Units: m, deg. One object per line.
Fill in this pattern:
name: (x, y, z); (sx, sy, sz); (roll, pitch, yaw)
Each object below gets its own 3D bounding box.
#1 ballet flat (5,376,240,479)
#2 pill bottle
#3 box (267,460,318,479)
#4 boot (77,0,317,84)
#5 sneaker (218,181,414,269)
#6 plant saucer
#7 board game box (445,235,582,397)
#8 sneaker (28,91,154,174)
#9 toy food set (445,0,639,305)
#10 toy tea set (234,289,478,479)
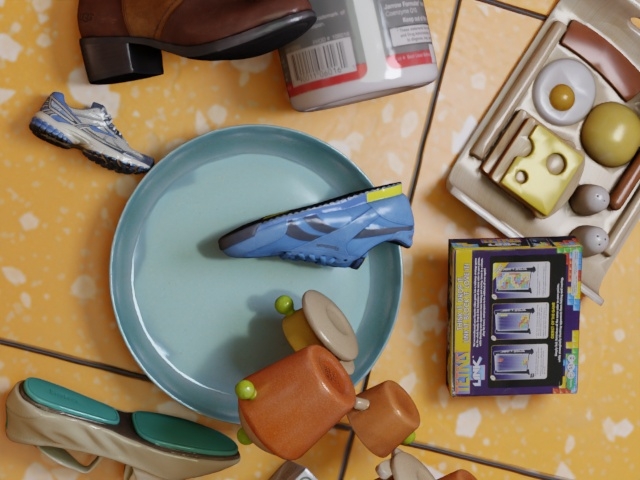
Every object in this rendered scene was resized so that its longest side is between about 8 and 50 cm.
ballet flat: (-0.208, 0.210, 1.789); (0.248, 0.086, 0.086); (19, 83, -12)
pill bottle: (0.018, -0.287, 1.815); (0.161, 0.161, 0.283); (-13, 91, -15)
box: (0.017, 0.392, 1.832); (0.169, 0.087, 0.290); (-44, 99, -12)
boot: (-0.143, -0.316, 1.765); (0.096, 0.264, 0.280); (-7, 89, -60)
sneaker: (0.000, 0.000, 1.806); (0.209, 0.069, 0.082); (-14, 96, -15)
plant saucer: (-0.069, 0.036, 1.843); (0.318, 0.044, 0.317); (0, 88, -16)
board game box: (0.208, 0.082, 1.878); (0.141, 0.048, 0.170); (0, 106, -2)
sneaker: (-0.229, -0.113, 1.801); (0.135, 0.052, 0.058); (25, 76, -14)
toy food set: (0.303, -0.113, 1.922); (0.220, 0.092, 0.306); (36, 79, -12)
toy tea set: (0.033, 0.219, 1.772); (0.124, 0.200, 0.336); (-36, 99, 19)
